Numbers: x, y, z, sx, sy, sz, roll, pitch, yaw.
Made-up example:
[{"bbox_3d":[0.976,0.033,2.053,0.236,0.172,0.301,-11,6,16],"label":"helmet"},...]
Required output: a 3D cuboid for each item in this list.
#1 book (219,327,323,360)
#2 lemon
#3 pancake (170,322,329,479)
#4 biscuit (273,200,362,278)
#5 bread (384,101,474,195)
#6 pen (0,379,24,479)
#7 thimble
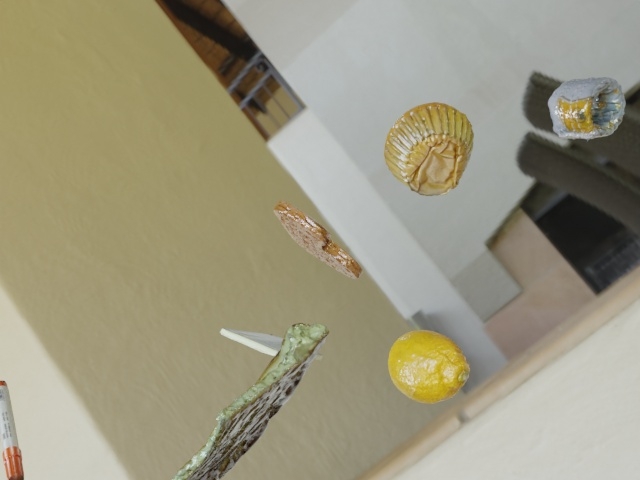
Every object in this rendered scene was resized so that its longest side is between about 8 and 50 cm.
[{"bbox_3d":[-0.096,0.209,1.705,0.199,0.138,0.016,20,-91,-62],"label":"book"},{"bbox_3d":[0.212,0.247,1.655,0.142,0.142,0.187,-31,24,-30],"label":"lemon"},{"bbox_3d":[-0.149,0.304,1.330,0.426,0.067,0.305,-55,-14,28],"label":"pancake"},{"bbox_3d":[0.000,0.000,1.730,0.036,0.186,0.192,-52,-29,-11],"label":"biscuit"},{"bbox_3d":[0.276,-0.230,2.132,0.240,0.139,0.240,-5,-54,-7],"label":"bread"},{"bbox_3d":[-0.500,0.303,1.357,0.028,0.239,0.028,-13,-57,-20],"label":"pen"},{"bbox_3d":[0.600,-0.298,1.919,0.151,0.127,0.118,-32,23,-33],"label":"thimble"}]
